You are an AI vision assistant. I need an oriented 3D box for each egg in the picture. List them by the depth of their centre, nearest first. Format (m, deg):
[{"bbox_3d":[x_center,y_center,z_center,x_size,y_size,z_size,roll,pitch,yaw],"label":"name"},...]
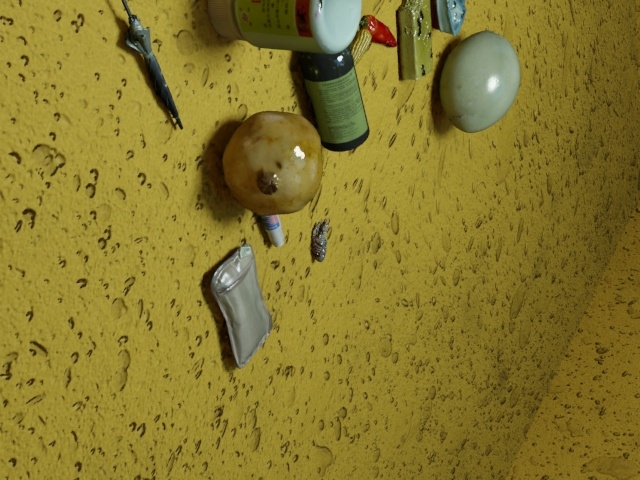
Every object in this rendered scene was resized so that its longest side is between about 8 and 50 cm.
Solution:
[{"bbox_3d":[0.379,-0.377,2.255,0.186,0.187,0.253,26,76,-58],"label":"egg"}]

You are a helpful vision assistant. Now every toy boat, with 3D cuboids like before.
[{"bbox_3d":[0.323,-0.621,2.135,0.145,0.133,0.331,26,79,-59],"label":"toy boat"}]

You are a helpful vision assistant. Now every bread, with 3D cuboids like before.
[{"bbox_3d":[0.209,-0.472,2.082,0.088,0.049,0.226,-37,130,-46],"label":"bread"}]

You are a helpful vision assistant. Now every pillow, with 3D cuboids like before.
[{"bbox_3d":[-0.142,0.121,1.738,0.130,0.038,0.232,-50,140,-42],"label":"pillow"}]

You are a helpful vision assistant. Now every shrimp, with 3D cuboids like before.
[{"bbox_3d":[-0.002,-0.003,1.932,0.038,0.029,0.092,11,85,-50],"label":"shrimp"}]

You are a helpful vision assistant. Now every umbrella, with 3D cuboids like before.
[{"bbox_3d":[-0.256,-0.265,1.424,0.044,0.044,0.269,-31,132,-11],"label":"umbrella"}]

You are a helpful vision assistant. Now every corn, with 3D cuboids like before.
[{"bbox_3d":[0.074,-0.387,1.910,0.092,0.037,0.037,-60,144,-26],"label":"corn"}]

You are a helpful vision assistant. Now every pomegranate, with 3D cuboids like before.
[{"bbox_3d":[-0.080,-0.128,1.622,0.196,0.196,0.196,-26,122,-52],"label":"pomegranate"}]

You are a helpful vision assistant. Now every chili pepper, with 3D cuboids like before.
[{"bbox_3d":[0.129,-0.433,1.990,0.178,0.027,0.045,18,84,-60],"label":"chili pepper"}]

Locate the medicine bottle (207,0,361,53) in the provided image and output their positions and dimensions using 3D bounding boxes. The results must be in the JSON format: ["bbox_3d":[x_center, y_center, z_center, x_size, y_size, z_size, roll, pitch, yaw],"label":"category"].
[{"bbox_3d":[-0.058,-0.377,1.521,0.139,0.225,0.139,-26,121,-52],"label":"medicine bottle"}]

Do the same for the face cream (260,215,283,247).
[{"bbox_3d":[-0.094,-0.040,1.764,0.034,0.034,0.130,-52,141,-35],"label":"face cream"}]

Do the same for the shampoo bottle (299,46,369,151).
[{"bbox_3d":[0.019,-0.307,1.789,0.101,0.101,0.283,-51,140,-36],"label":"shampoo bottle"}]
